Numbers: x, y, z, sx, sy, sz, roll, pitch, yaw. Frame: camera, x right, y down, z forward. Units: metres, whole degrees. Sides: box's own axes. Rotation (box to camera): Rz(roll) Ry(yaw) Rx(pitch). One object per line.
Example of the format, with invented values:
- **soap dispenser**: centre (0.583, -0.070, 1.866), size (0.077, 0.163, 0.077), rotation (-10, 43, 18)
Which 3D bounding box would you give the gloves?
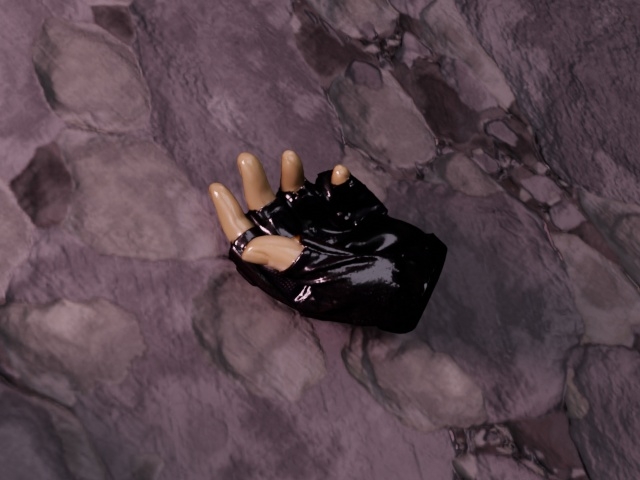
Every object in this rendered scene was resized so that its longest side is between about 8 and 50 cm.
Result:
- **gloves**: centre (0.000, 0.000, 1.320), size (0.203, 0.124, 0.164), rotation (22, 26, 7)
